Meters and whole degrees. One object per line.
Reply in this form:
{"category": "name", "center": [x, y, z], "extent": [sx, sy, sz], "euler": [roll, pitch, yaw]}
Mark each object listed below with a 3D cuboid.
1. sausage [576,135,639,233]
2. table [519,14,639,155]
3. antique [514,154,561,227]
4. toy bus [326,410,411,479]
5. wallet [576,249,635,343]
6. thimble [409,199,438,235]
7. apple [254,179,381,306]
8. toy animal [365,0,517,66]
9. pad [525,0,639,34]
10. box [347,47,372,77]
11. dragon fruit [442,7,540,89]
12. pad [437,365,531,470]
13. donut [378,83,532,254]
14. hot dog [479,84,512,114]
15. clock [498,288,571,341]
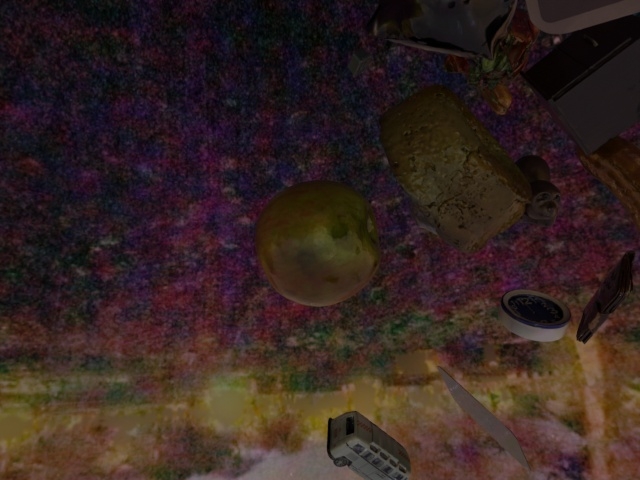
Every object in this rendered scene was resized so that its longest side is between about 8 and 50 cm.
{"category": "sausage", "center": [0.648, -0.124, 0.868], "extent": [0.108, 0.271, 0.109], "euler": [-23, 155, -11]}
{"category": "table", "center": [0.549, -0.322, 0.827], "extent": [0.172, 0.169, 0.193], "euler": [37, 122, -25]}
{"category": "antique", "center": [0.589, -0.139, 1.155], "extent": [0.121, 0.257, 0.144], "euler": [10, 127, 12]}
{"category": "toy bus", "center": [0.101, 0.419, 0.823], "extent": [0.089, 0.087, 0.194], "euler": [-40, 109, 22]}
{"category": "wallet", "center": [0.481, 0.103, 0.709], "extent": [0.026, 0.095, 0.176], "euler": [23, 148, 23]}
{"category": "thimble", "center": [0.382, -0.118, 1.226], "extent": [0.216, 0.245, 0.157], "euler": [-15, 128, -26]}
{"category": "apple", "center": [0.000, 0.000, 1.106], "extent": [0.339, 0.340, 0.340], "euler": [-4, 158, -2]}
{"category": "toy animal", "center": [0.205, -0.395, 0.582], "extent": [0.212, 0.213, 0.267], "euler": [6, 118, -27]}
{"category": "pad", "center": [0.270, -0.256, 0.281], "extent": [0.266, 0.002, 0.176], "euler": [-1, 139, 41]}
{"category": "box", "center": [0.147, -0.685, 1.599], "extent": [0.074, 0.054, 0.099], "euler": [-41, 177, -22]}
{"category": "dragon fruit", "center": [0.380, -0.414, 0.928], "extent": [0.198, 0.269, 0.200], "euler": [-12, 138, 35]}
{"category": "pad", "center": [0.391, 0.427, 1.018], "extent": [0.004, 0.267, 0.181], "euler": [-35, 119, -9]}
{"category": "donut", "center": [0.207, -0.115, 0.601], "extent": [0.271, 0.272, 0.107], "euler": [16, 139, -43]}
{"category": "hot dog", "center": [0.650, -0.587, 1.593], "extent": [0.067, 0.250, 0.100], "euler": [-10, 153, -11]}
{"category": "clock", "center": [0.774, 0.269, 1.514], "extent": [0.230, 0.230, 0.083], "euler": [-4, 115, -3]}
